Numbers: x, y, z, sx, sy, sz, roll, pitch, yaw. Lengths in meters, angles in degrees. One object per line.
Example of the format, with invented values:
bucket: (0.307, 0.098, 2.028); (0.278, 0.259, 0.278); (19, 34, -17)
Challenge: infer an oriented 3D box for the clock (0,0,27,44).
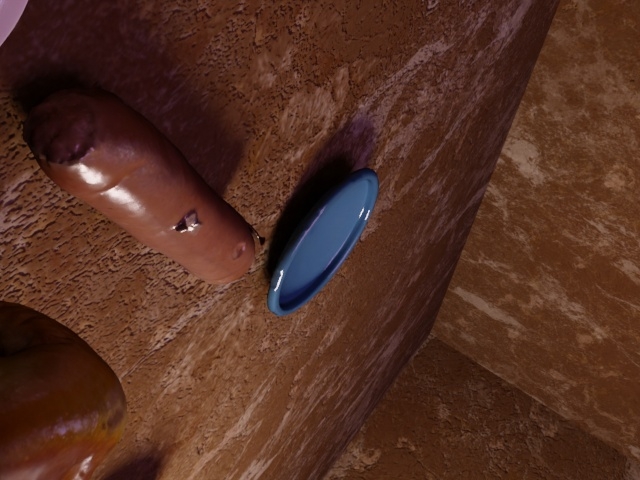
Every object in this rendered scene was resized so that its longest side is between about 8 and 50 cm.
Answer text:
clock: (-0.251, -0.132, 0.299); (0.275, 0.080, 0.290); (-61, 162, 6)

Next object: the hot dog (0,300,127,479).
hot dog: (-0.321, 0.192, 0.472); (0.405, 0.185, 0.223); (-51, 161, -20)

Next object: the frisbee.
frisbee: (-0.004, -0.003, 1.233); (0.289, 0.049, 0.289); (-48, 162, -21)

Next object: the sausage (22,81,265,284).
sausage: (-0.145, -0.034, 0.724); (0.419, 0.094, 0.094); (55, 45, -70)
